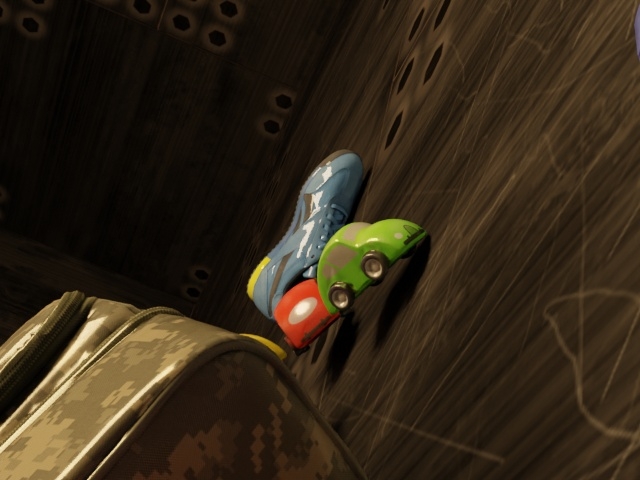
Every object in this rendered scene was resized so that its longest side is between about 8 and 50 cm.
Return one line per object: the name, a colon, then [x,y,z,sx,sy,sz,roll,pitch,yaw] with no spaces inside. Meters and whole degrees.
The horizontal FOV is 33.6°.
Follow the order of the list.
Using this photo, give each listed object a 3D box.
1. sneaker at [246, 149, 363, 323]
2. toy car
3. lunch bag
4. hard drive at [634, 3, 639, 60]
sneaker: [0.000,0.000,1.181,0.082,0.069,0.209,32,91,49]
toy car: [-0.004,0.046,0.863,0.225,0.053,0.239,-45,-6,34]
lunch bag: [-0.158,0.182,0.595,0.256,0.212,0.305,10,52,50]
hard drive: [0.162,-0.052,0.276,0.318,0.040,0.210,-76,12,-48]
